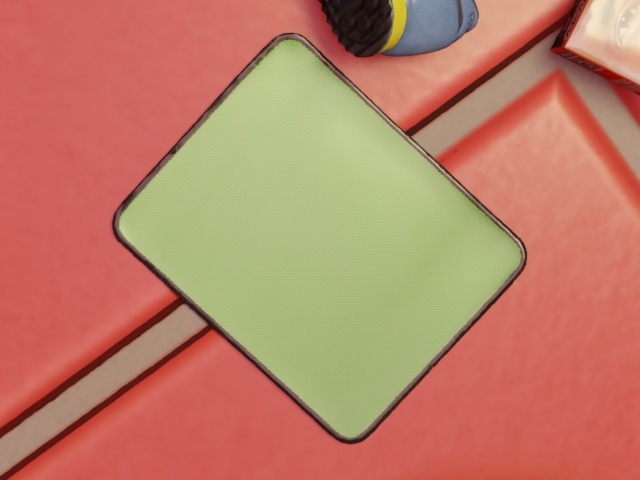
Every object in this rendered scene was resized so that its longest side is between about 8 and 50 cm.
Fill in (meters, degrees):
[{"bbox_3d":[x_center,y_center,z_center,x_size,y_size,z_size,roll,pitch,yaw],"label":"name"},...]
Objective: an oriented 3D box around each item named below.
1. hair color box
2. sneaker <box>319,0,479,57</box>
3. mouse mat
[{"bbox_3d":[0.220,-0.106,0.871,0.167,0.053,0.093,25,95,-3],"label":"hair color box"},{"bbox_3d":[0.026,-0.197,0.859,0.082,0.069,0.209,-17,86,-33],"label":"sneaker"},{"bbox_3d":[0.000,0.000,0.896,0.189,0.007,0.152,43,92,-4],"label":"mouse mat"}]
